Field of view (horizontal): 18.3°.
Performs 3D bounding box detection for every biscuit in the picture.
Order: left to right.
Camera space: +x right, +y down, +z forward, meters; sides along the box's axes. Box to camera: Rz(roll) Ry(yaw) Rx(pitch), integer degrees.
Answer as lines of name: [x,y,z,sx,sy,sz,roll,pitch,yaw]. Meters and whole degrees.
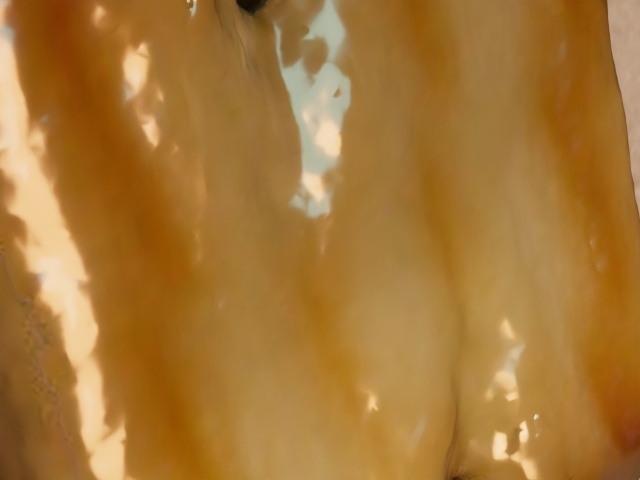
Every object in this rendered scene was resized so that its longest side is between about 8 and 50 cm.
biscuit: [0.000,0.000,0.528,0.237,0.062,0.290,-38,127,-35]
